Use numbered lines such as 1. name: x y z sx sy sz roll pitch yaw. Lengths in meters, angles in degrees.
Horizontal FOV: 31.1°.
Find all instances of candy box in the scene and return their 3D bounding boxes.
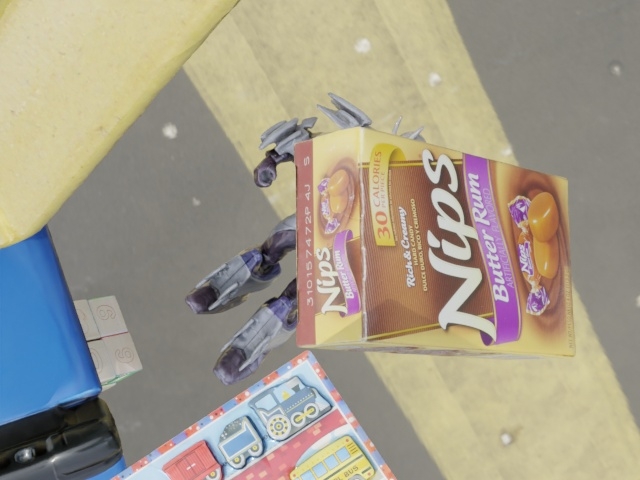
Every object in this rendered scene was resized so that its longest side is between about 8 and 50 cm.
1. candy box: 0.068 0.009 0.632 0.187 0.053 0.109 8 78 -43

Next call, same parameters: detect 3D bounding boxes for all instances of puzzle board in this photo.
1. puzzle board: -0.031 0.116 0.441 0.128 0.096 0.011 -33 164 -7

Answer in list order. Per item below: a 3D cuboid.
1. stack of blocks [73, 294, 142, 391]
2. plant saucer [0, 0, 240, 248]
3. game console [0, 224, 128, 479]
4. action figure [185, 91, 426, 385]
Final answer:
1. stack of blocks: -0.309 0.122 1.096 0.171 0.087 0.297 -28 169 30
2. plant saucer: -0.213 -0.072 0.403 0.333 0.081 0.333 -9 163 -37
3. game console: -0.265 0.134 0.648 0.293 0.173 0.250 -17 129 -15
4. action figure: 0.000 0.000 0.982 0.285 0.185 0.099 -46 161 32
